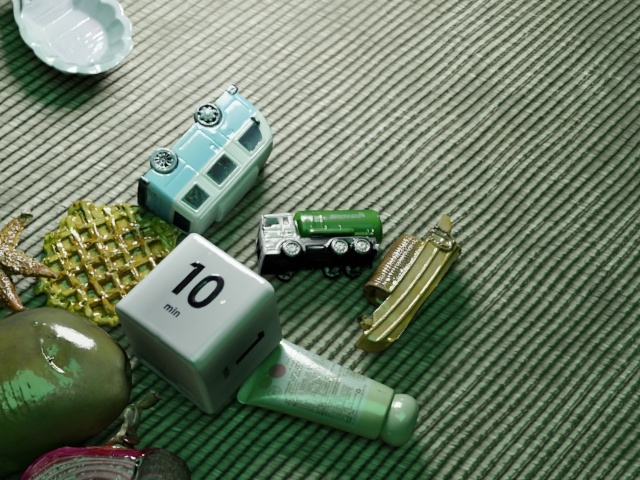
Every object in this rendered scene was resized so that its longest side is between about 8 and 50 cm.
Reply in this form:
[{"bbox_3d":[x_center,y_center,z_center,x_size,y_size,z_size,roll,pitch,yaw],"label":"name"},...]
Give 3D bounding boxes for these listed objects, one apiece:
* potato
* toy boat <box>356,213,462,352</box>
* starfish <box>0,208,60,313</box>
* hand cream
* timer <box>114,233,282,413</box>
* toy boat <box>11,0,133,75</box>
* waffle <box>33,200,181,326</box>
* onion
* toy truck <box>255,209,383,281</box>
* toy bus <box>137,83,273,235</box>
[{"bbox_3d":[-0.469,0.238,1.595,0.326,0.221,0.243,-22,70,-12],"label":"potato"},{"bbox_3d":[0.155,0.075,1.843,0.115,0.089,0.310,37,65,6],"label":"toy boat"},{"bbox_3d":[-0.577,0.046,1.754,0.227,0.043,0.240,30,74,24],"label":"starfish"},{"bbox_3d":[0.019,0.269,1.731,0.306,0.093,0.147,21,59,3],"label":"hand cream"},{"bbox_3d":[-0.201,0.141,1.679,0.192,0.194,0.195,33,64,24],"label":"timer"},{"bbox_3d":[-0.498,-0.419,1.962,0.199,0.100,0.290,-39,78,-23],"label":"toy boat"},{"bbox_3d":[-0.383,0.042,1.794,0.254,0.052,0.245,16,66,0],"label":"waffle"},{"bbox_3d":[-0.342,0.417,1.522,0.231,0.256,0.272,-4,43,19],"label":"onion"},{"bbox_3d":[0.000,0.000,1.850,0.243,0.101,0.124,-3,61,-13],"label":"toy truck"},{"bbox_3d":[-0.203,-0.144,1.866,0.165,0.133,0.271,38,68,4],"label":"toy bus"}]
